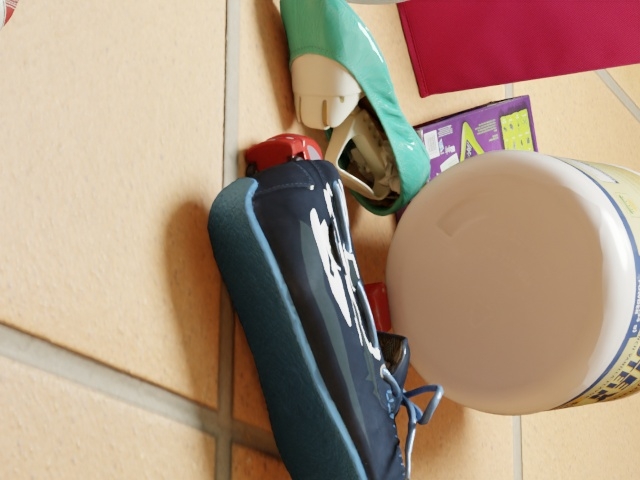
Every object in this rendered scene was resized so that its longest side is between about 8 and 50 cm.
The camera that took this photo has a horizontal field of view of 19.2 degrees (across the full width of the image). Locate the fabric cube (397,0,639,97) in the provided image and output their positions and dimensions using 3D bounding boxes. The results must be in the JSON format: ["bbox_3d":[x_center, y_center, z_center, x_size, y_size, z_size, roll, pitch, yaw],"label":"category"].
[{"bbox_3d":[0.224,-0.317,1.898,0.254,0.258,0.259,-51,129,-57],"label":"fabric cube"}]

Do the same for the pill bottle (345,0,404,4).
[{"bbox_3d":[0.048,-0.356,1.648,0.152,0.152,0.272,46,43,-53],"label":"pill bottle"}]

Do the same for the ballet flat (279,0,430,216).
[{"bbox_3d":[0.025,-0.110,1.622,0.247,0.083,0.087,57,49,-40],"label":"ballet flat"}]

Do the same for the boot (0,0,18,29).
[{"bbox_3d":[-0.218,-0.255,1.123,0.176,0.088,0.244,-63,147,-52],"label":"boot"}]

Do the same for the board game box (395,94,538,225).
[{"bbox_3d":[0.161,-0.030,1.935,0.347,0.056,0.208,-21,99,-65],"label":"board game box"}]

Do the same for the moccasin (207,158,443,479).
[{"bbox_3d":[0.027,0.100,1.459,0.117,0.138,0.342,-28,114,-29],"label":"moccasin"}]

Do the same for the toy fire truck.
[{"bbox_3d":[0.000,0.000,1.569,0.135,0.047,0.192,-28,108,-65],"label":"toy fire truck"}]

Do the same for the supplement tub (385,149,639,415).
[{"bbox_3d":[0.220,0.038,1.720,0.316,0.228,0.228,2,82,-62],"label":"supplement tub"}]
